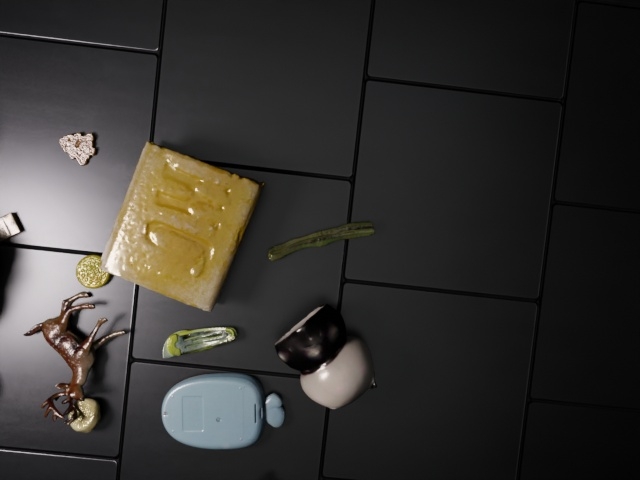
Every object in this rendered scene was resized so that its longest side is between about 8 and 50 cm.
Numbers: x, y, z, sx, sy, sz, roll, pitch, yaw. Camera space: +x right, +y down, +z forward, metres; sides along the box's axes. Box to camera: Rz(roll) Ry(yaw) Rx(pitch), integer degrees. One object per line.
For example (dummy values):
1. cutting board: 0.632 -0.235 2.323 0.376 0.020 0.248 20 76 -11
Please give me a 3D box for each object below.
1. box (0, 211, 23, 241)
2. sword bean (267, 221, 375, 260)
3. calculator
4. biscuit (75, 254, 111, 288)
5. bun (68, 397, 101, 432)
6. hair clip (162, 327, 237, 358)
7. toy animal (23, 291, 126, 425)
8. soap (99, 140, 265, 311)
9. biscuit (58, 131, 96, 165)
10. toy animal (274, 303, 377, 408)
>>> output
1. box: -0.768 -0.027 1.862 0.083 0.024 0.053 -26 94 1
2. sword bean: -0.001 0.000 1.889 0.269 0.038 0.043 -16 68 -1
3. calculator: -0.237 0.420 1.896 0.302 0.042 0.189 -1 92 1
4. biscuit: -0.550 0.075 1.876 0.083 0.023 0.084 0 93 -1
5. bun: -0.568 0.425 1.876 0.086 0.055 0.086 -5 70 15
6. hair clip: -0.296 0.242 1.890 0.188 0.033 0.060 -11 91 1
7. toy animal: -0.594 0.279 1.852 0.260 0.087 0.243 -46 69 -1
8. soap: -0.323 -0.038 1.818 0.293 0.156 0.335 23 93 -8
9. biscuit: -0.586 -0.226 1.863 0.092 0.016 0.082 15 97 -2
10. toy animal: 0.018 0.284 1.840 0.187 0.165 0.235 -39 96 2
